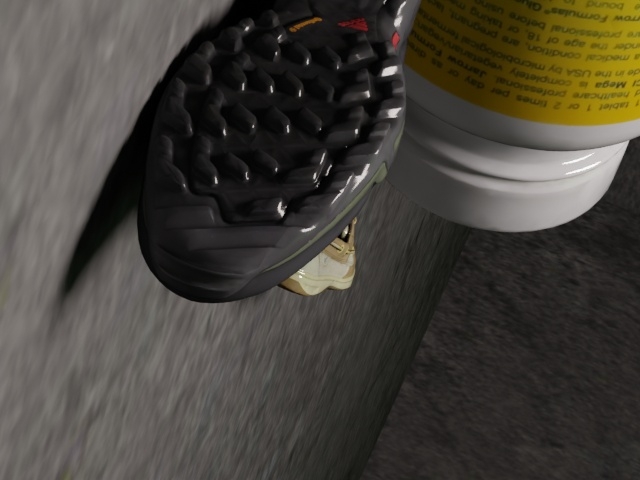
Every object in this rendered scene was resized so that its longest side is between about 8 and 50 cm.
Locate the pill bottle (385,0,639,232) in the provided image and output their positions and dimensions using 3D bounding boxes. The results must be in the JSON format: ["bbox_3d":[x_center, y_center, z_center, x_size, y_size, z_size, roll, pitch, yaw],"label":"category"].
[{"bbox_3d":[0.115,-0.165,0.921,0.334,0.188,0.188,105,9,-47],"label":"pill bottle"}]

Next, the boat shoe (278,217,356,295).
[{"bbox_3d":[0.000,0.000,1.119,0.045,0.050,0.135,-64,175,10],"label":"boat shoe"}]

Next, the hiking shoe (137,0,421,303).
[{"bbox_3d":[-0.010,-0.034,0.758,0.227,0.086,0.114,-63,168,-49],"label":"hiking shoe"}]
